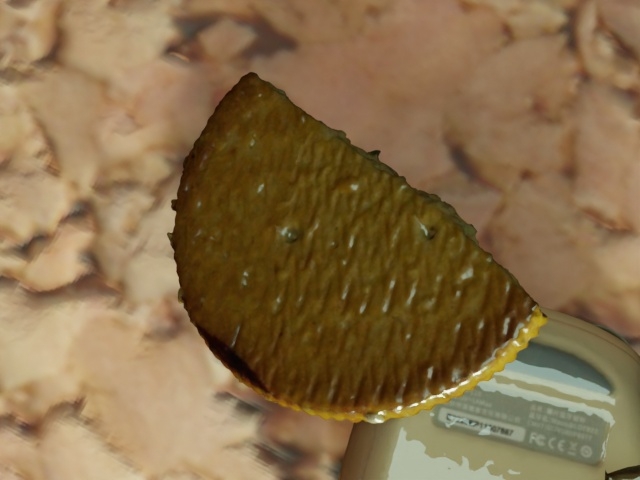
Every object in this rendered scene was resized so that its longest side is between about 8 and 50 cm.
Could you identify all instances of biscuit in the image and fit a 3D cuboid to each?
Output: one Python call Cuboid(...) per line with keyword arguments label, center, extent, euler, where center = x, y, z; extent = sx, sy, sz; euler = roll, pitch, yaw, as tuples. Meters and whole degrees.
Cuboid(label="biscuit", center=(-0.003, 0.012, 0.525), extent=(0.126, 0.025, 0.206), euler=(-48, 60, 0))

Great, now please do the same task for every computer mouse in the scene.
Cuboid(label="computer mouse", center=(0.075, 0.141, 0.517), extent=(0.145, 0.082, 0.236), euler=(12, 73, 4))

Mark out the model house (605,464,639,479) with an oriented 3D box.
Cuboid(label="model house", center=(0.243, 0.112, 0.473), extent=(0.248, 0.181, 0.176), euler=(15, 82, -5))
